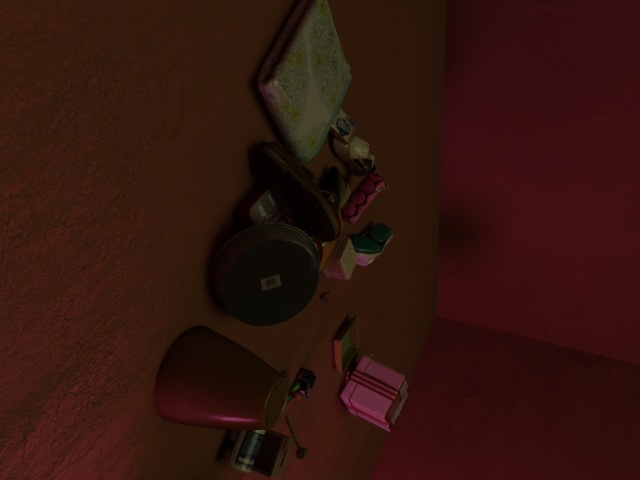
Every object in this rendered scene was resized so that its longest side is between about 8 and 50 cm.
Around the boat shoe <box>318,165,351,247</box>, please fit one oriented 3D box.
[{"bbox_3d":[0.007,-0.113,1.720,0.341,0.124,0.123,-63,144,-40],"label":"boat shoe"}]

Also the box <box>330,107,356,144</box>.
[{"bbox_3d":[0.061,-0.388,1.755,0.136,0.028,0.081,37,63,-41],"label":"box"}]

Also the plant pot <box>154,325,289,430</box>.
[{"bbox_3d":[-0.212,0.346,1.257,0.237,0.255,0.236,10,90,-67],"label":"plant pot"}]

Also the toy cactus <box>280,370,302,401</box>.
[{"bbox_3d":[-0.127,0.527,1.743,0.219,0.112,0.180,-11,121,-74],"label":"toy cactus"}]

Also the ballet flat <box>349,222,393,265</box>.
[{"bbox_3d":[0.197,0.036,2.214,0.400,0.139,0.139,-30,128,-61],"label":"ballet flat"}]

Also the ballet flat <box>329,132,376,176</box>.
[{"bbox_3d":[0.133,-0.317,1.909,0.316,0.106,0.107,32,71,-65],"label":"ballet flat"}]

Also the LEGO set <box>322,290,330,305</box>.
[{"bbox_3d":[0.016,0.218,2.008,0.054,0.024,0.083,-55,161,-38],"label":"LEGO set"}]

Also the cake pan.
[{"bbox_3d":[-0.130,0.097,1.345,0.294,0.054,0.292,-10,119,-19],"label":"cake pan"}]

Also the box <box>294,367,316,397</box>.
[{"bbox_3d":[-0.058,0.516,1.931,0.062,0.052,0.083,74,35,-49],"label":"box"}]

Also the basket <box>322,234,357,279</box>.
[{"bbox_3d":[0.061,0.058,1.922,0.113,0.103,0.167,-66,154,-25],"label":"basket"}]

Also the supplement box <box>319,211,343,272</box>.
[{"bbox_3d":[0.000,0.000,1.794,0.233,0.080,0.078,-60,151,-33],"label":"supplement box"}]

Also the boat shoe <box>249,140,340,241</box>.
[{"bbox_3d":[-0.046,-0.139,1.396,0.307,0.111,0.104,50,42,-5],"label":"boat shoe"}]

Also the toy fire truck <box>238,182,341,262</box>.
[{"bbox_3d":[-0.089,-0.066,1.486,0.302,0.170,0.253,-55,129,-44],"label":"toy fire truck"}]

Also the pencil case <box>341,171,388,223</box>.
[{"bbox_3d":[0.155,-0.153,1.955,0.209,0.098,0.095,-52,150,3],"label":"pencil case"}]

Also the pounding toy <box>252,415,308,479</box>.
[{"bbox_3d":[-0.125,0.637,1.644,0.094,0.206,0.180,57,49,-59],"label":"pounding toy"}]

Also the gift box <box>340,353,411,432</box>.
[{"bbox_3d":[0.258,0.691,2.462,0.276,0.258,0.255,-54,147,-29],"label":"gift box"}]

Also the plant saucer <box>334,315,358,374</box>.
[{"bbox_3d":[0.107,0.441,2.278,0.188,0.045,0.188,-47,142,-50],"label":"plant saucer"}]

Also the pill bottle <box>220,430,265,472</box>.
[{"bbox_3d":[-0.217,0.577,1.548,0.169,0.094,0.094,-69,155,-20],"label":"pill bottle"}]

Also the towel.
[{"bbox_3d":[-0.038,-0.453,1.492,0.374,0.090,0.320,-68,151,-23],"label":"towel"}]
